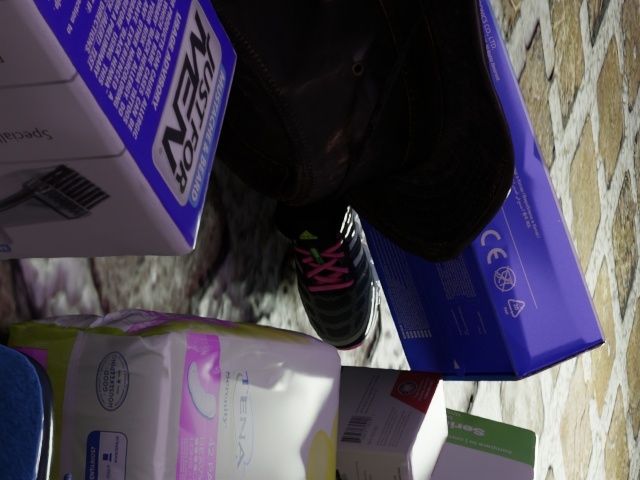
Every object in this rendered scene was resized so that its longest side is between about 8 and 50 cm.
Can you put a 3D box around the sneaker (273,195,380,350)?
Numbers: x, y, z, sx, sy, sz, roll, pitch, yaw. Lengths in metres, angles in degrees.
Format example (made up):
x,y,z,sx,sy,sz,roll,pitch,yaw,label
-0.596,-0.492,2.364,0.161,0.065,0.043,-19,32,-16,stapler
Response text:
x,y,z,sx,sy,sz,roll,pitch,yaw,label
0.000,0.000,1.208,0.075,0.063,0.170,-16,100,-70,sneaker

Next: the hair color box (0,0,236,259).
x,y,z,sx,sy,sz,roll,pitch,yaw,label
-0.172,-0.123,0.541,0.339,0.185,0.110,64,30,-51,hair color box

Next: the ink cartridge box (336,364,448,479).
x,y,z,sx,sy,sz,roll,pitch,yaw,label
0.010,0.134,1.124,0.099,0.135,0.056,-59,147,-54,ink cartridge box

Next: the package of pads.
x,y,z,sx,sy,sz,roll,pitch,yaw,label
-0.079,0.155,0.929,0.296,0.101,0.229,18,74,-70,package of pads

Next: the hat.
x,y,z,sx,sy,sz,roll,pitch,yaw,label
-0.020,-0.124,1.013,0.331,0.134,0.331,50,-28,41,hat

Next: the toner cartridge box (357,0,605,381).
x,y,z,sx,sy,sz,roll,pitch,yaw,label
0.071,-0.078,1.117,0.165,0.075,0.347,-11,-81,70,toner cartridge box

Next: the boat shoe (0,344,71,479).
x,y,z,sx,sy,sz,roll,pitch,yaw,label
-0.174,0.169,0.699,0.089,0.109,0.258,44,65,-73,boat shoe

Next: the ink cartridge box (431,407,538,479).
x,y,z,sx,sy,sz,roll,pitch,yaw,label
0.079,0.272,1.211,0.273,0.115,0.198,-65,169,-68,ink cartridge box
